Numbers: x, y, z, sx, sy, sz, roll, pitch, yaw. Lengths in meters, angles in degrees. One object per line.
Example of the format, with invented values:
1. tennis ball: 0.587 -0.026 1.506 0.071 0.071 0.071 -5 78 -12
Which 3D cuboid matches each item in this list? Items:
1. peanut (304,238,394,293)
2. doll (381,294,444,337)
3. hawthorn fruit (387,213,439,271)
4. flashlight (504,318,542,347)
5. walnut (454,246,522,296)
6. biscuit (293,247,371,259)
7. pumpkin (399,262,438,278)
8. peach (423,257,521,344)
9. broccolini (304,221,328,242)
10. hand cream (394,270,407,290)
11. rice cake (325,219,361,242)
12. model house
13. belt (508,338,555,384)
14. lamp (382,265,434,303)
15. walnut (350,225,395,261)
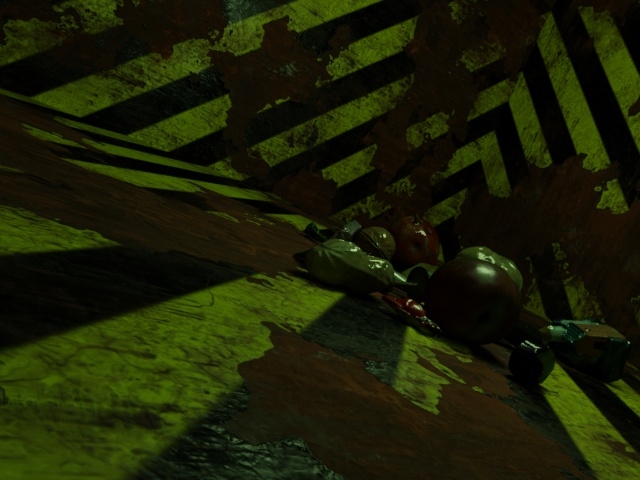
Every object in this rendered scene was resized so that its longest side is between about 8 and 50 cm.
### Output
1. peanut: 0.083 0.073 1.503 0.290 0.130 0.130 22 7 -38
2. doll: 0.244 0.189 1.437 0.109 0.057 0.169 14 11 -44
3. hawthorn fruit: 0.413 0.015 2.535 0.275 0.300 0.275 7 25 -3
4. flashlight: 0.520 0.229 1.741 0.423 0.103 0.103 33 4 -16
5. walnut: 0.647 0.166 2.205 0.276 0.253 0.282 31 8 29
6. biscuit: 0.027 0.042 1.624 0.143 0.016 0.203 19 -21 -34
7. pumpkin: 0.400 0.143 2.095 0.217 0.110 0.217 29 2 -1
8. peach: 0.412 0.159 1.531 0.252 0.253 0.252 24 7 -3
9. broccolini: 0.000 -0.002 2.156 0.058 0.067 0.216 16 19 -35
10. hand cream: 0.320 0.167 1.972 0.233 0.050 0.080 29 1 6
11. rice cake: 0.090 -0.021 2.095 0.050 0.106 0.298 48 13 3
12. model house: 0.913 0.375 2.022 0.290 0.185 0.253 10 14 -2
13. belt: 0.519 0.297 1.372 0.140 0.105 0.058 32 0 -39
14. lamp: 0.293 0.139 1.774 0.214 0.122 0.121 11 12 -26
15. walnut: 0.193 0.027 2.082 0.167 0.168 0.207 23 -5 -7
